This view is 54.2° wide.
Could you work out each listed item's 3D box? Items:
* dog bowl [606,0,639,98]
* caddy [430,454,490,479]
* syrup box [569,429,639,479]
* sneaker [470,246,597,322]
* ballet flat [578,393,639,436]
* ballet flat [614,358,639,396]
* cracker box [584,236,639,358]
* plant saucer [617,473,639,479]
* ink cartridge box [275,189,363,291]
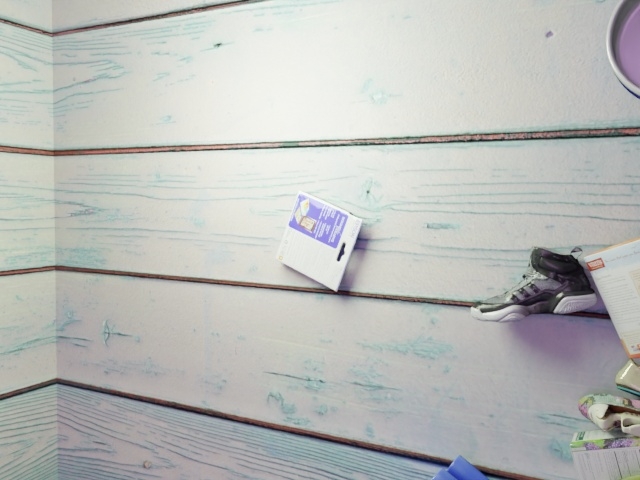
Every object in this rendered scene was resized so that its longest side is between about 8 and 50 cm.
[{"bbox_3d":[0.706,-0.398,1.225,0.264,0.104,0.265,1,93,28],"label":"dog bowl"},{"bbox_3d":[0.286,0.666,1.434,0.179,0.241,0.341,43,111,26],"label":"caddy"},{"bbox_3d":[0.657,0.445,1.303,0.236,0.093,0.096,-17,84,28],"label":"syrup box"},{"bbox_3d":[0.459,0.093,1.390,0.268,0.101,0.153,-12,86,22],"label":"sneaker"},{"bbox_3d":[0.623,0.364,1.284,0.221,0.079,0.077,-6,109,49],"label":"ballet flat"},{"bbox_3d":[0.733,0.316,1.269,0.248,0.086,0.086,25,104,26],"label":"ballet flat"},{"bbox_3d":[0.651,0.113,1.257,0.232,0.067,0.155,68,157,6],"label":"cracker box"},{"bbox_3d":[0.682,0.508,1.246,0.240,0.241,0.037,-15,48,28],"label":"plant saucer"},{"bbox_3d":[0.000,0.000,1.656,0.208,0.045,0.206,27,105,25],"label":"ink cartridge box"}]
